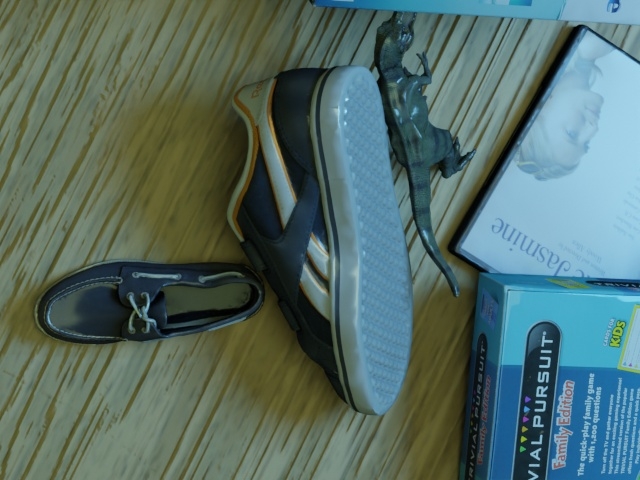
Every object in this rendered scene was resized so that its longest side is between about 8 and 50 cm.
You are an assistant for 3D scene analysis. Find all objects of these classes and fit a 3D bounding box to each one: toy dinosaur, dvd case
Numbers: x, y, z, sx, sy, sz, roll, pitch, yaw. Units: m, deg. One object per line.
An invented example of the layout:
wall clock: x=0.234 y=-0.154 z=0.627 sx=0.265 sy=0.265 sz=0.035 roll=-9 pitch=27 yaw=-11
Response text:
toy dinosaur: x=0.092 y=-0.092 z=1.501 sx=0.064 sy=0.118 sz=0.268 roll=-9 pitch=109 yaw=19
dvd case: x=0.256 y=-0.053 z=1.590 sx=0.180 sy=0.022 sz=0.253 roll=31 pitch=85 yaw=-13

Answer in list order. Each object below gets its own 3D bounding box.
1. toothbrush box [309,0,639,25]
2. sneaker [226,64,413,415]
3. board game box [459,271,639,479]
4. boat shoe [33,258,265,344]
toothbrush box: x=0.119 y=-0.279 z=1.438 sx=0.295 sy=0.216 sz=0.126 roll=0 pitch=113 yaw=-14
sneaker: x=0.000 y=0.000 z=1.482 sx=0.127 sy=0.126 sz=0.321 roll=2 pitch=111 yaw=26
board game box: x=0.305 y=0.165 z=1.566 sx=0.336 sy=0.079 sz=0.254 roll=3 pitch=98 yaw=-13
boat shoe: x=-0.148 y=0.053 z=1.472 sx=0.206 sy=0.065 sz=0.075 roll=-5 pitch=93 yaw=-13
